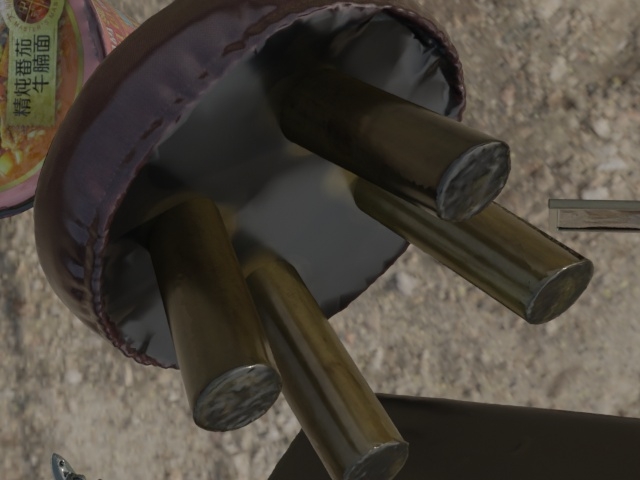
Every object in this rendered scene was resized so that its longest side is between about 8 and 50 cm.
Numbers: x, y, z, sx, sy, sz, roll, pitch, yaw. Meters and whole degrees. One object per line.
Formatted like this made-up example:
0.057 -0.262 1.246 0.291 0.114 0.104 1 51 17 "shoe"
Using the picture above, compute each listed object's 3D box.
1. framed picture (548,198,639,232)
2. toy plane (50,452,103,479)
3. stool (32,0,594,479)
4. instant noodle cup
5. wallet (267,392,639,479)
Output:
0.419 -0.034 1.766 0.184 0.250 0.016 1 84 10 "framed picture"
-0.286 0.353 1.509 0.058 0.226 0.226 11 126 29 "toy plane"
0.000 0.000 0.678 0.272 0.178 0.272 -26 142 -22 "stool"
-0.231 -0.130 1.088 0.244 0.244 0.255 -45 165 14 "instant noodle cup"
0.155 0.234 1.153 0.406 0.228 0.062 2 122 24 "wallet"
